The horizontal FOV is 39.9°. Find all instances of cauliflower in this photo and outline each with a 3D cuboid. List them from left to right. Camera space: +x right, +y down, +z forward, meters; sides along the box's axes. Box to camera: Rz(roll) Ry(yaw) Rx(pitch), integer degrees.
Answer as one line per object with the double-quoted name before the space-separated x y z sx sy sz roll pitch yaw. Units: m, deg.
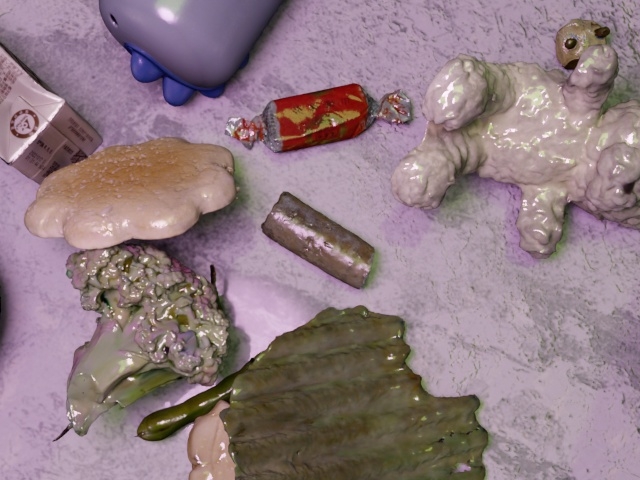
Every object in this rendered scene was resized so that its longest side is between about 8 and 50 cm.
"cauliflower" -0.257 0.139 1.199 0.256 0.239 0.315 30 55 11

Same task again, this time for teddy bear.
"teddy bear" 0.358 -0.102 1.213 0.362 0.375 0.328 35 124 24

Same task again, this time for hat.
"hat" 0.408 -0.309 1.372 0.077 0.059 0.076 0 75 6

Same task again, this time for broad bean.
"broad bean" -0.154 0.223 1.288 0.256 0.052 0.053 -32 67 -7

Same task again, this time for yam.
"yam" 0.000 0.000 1.315 0.179 0.078 0.078 30 82 6

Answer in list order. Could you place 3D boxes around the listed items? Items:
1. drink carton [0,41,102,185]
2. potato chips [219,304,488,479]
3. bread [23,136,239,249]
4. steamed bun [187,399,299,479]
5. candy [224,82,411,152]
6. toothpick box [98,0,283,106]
"drink carton" -0.501 -0.231 1.305 0.324 0.194 0.132 40 85 7
"potato chips" 0.043 0.286 1.196 0.389 0.097 0.373 -33 82 -37
"bread" -0.262 -0.078 1.244 0.315 0.316 0.054 -9 119 -1
"steamed bun" -0.106 0.320 1.244 0.177 0.106 0.192 -15 70 -19
"candy" -0.004 -0.188 1.357 0.292 0.059 0.086 -13 78 -2
"toothpick box" -0.168 -0.378 1.316 0.263 0.263 0.355 31 82 6
